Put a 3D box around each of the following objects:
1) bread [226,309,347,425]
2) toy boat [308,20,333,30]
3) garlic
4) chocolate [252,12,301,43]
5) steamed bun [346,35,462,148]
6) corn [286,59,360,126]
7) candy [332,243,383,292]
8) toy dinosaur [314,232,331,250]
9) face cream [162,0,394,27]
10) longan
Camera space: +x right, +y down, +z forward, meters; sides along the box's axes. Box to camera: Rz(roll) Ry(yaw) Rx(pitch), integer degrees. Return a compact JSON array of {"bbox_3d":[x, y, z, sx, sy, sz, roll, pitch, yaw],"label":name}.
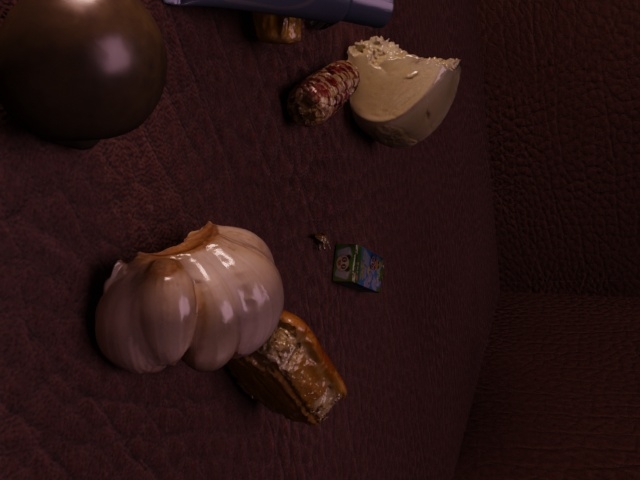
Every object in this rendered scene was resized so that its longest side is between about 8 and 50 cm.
[{"bbox_3d":[-0.064,0.216,1.028,0.121,0.174,0.246,-59,134,-39],"label":"bread"},{"bbox_3d":[0.011,-0.506,1.303,0.066,0.059,0.140,56,36,-8],"label":"toy boat"},{"bbox_3d":[-0.155,0.098,0.830,0.281,0.184,0.203,-44,145,-57],"label":"garlic"},{"bbox_3d":[-0.076,-0.567,0.999,0.162,0.162,0.446,-24,115,-62],"label":"chocolate"},{"bbox_3d":[0.227,-0.385,1.513,0.290,0.272,0.274,0,92,-61],"label":"steamed bun"},{"bbox_3d":[0.016,-0.324,1.273,0.290,0.098,0.098,-52,136,-55],"label":"corn"},{"bbox_3d":[0.098,0.073,1.488,0.194,0.062,0.097,27,67,-62],"label":"candy"},{"bbox_3d":[0.001,0.004,1.322,0.113,0.026,0.041,-6,90,-73],"label":"toy dinosaur"},{"bbox_3d":[-0.056,-0.410,0.943,0.385,0.086,0.136,1,100,-29],"label":"face cream"},{"bbox_3d":[-0.259,-0.180,0.646,0.185,0.159,0.204,-37,164,-40],"label":"longan"}]
